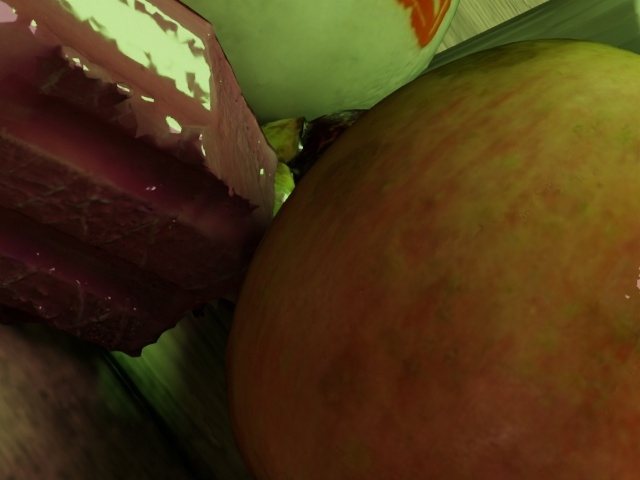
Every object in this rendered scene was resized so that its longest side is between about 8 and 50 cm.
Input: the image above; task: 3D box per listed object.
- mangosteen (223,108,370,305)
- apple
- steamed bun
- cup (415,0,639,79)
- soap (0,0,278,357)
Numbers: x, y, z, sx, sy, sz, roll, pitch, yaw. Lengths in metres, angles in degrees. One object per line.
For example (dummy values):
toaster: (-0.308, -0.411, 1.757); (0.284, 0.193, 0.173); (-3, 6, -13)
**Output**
mangosteen: (0.000, 0.000, 1.253); (0.217, 0.192, 0.192); (5, 59, -12)
apple: (0.133, 0.063, 1.021); (0.364, 0.364, 0.364); (28, 48, -36)
steamed bun: (-0.031, -0.263, 1.319); (0.374, 0.241, 0.374); (30, 47, -39)
cup: (0.197, -0.046, 1.416); (0.208, 0.273, 0.288); (13, 56, -53)
soap: (-0.171, -0.066, 1.054); (0.325, 0.220, 0.127); (29, 39, -35)
